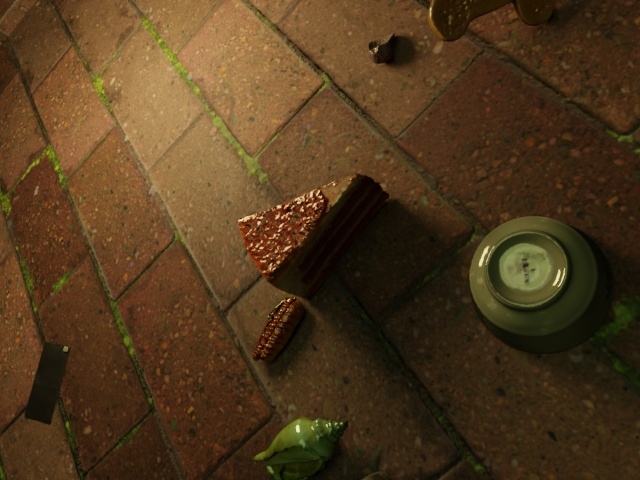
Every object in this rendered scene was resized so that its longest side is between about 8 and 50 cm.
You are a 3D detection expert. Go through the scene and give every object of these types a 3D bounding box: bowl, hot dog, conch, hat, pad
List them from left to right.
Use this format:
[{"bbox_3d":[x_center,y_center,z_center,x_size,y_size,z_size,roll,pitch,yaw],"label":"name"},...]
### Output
[{"bbox_3d":[-0.698,0.361,1.323,0.116,0.004,0.193,0,74,32],"label":"pad"},{"bbox_3d":[-0.084,0.173,0.998,0.062,0.038,0.144,34,93,34],"label":"hot dog"},{"bbox_3d":[-0.032,0.357,0.883,0.095,0.079,0.201,50,119,20],"label":"conch"},{"bbox_3d":[0.131,-0.395,1.072,0.058,0.042,0.087,-12,33,28],"label":"hat"},{"bbox_3d":[0.310,0.054,0.762,0.211,0.112,0.212,-11,68,30],"label":"bowl"}]

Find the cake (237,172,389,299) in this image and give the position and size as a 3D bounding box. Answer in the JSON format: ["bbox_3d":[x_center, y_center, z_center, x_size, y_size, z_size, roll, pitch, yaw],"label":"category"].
[{"bbox_3d":[0.000,0.000,0.939,0.262,0.158,0.160,-21,68,22],"label":"cake"}]

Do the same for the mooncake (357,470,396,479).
[{"bbox_3d":[0.055,0.404,0.782,0.130,0.125,0.073,-34,64,20],"label":"mooncake"}]

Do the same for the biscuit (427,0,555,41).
[{"bbox_3d":[0.338,-0.480,0.911,0.339,0.047,0.216,-19,101,6],"label":"biscuit"}]
